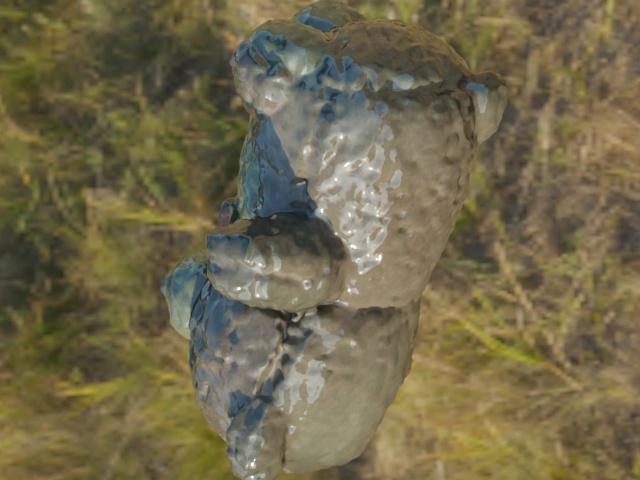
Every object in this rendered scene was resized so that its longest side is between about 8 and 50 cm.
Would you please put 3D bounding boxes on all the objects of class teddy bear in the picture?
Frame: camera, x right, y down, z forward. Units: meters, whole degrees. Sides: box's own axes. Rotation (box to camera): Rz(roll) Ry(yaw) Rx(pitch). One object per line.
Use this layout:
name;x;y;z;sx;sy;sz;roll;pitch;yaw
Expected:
teddy bear;0.001;-0.001;0.878;0.151;0.236;0.267;26;112;11
